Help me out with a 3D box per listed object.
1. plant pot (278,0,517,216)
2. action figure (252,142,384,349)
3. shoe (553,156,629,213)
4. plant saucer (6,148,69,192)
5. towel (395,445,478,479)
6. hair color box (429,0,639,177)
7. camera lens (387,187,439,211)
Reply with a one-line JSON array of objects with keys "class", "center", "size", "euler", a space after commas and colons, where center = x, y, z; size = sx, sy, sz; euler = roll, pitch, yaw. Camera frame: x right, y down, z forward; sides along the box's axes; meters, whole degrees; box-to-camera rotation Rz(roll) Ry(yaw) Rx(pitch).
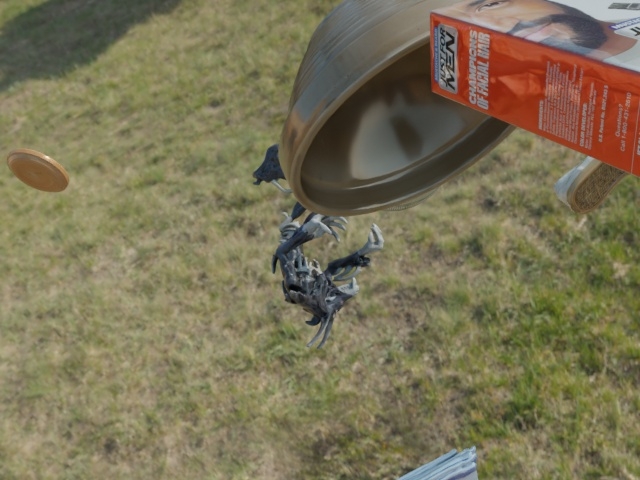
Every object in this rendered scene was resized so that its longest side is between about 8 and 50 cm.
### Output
[{"class": "plant pot", "center": [0.062, -0.131, 0.606], "size": [0.237, 0.237, 0.109], "euler": [-27, 68, -3]}, {"class": "action figure", "center": [0.000, 0.000, 1.008], "size": [0.141, 0.164, 0.275], "euler": [-20, 74, 19]}, {"class": "shoe", "center": [0.417, -0.125, 1.029], "size": [0.219, 0.076, 0.058], "euler": [-39, 21, 2]}, {"class": "plant saucer", "center": [-0.376, -0.090, 0.986], "size": [0.084, 0.083, 0.013], "euler": [-4, 54, 27]}, {"class": "towel", "center": [0.136, 0.420, 0.982], "size": [0.209, 0.285, 0.034], "euler": [-22, 28, -15]}, {"class": "hair color box", "center": [0.145, -0.092, 0.391], "size": [0.093, 0.053, 0.167], "euler": [-22, 34, -23]}, {"class": "camera lens", "center": [0.132, -0.176, 1.311], "size": [0.220, 0.274, 0.219], "euler": [0, 80, 1]}]
